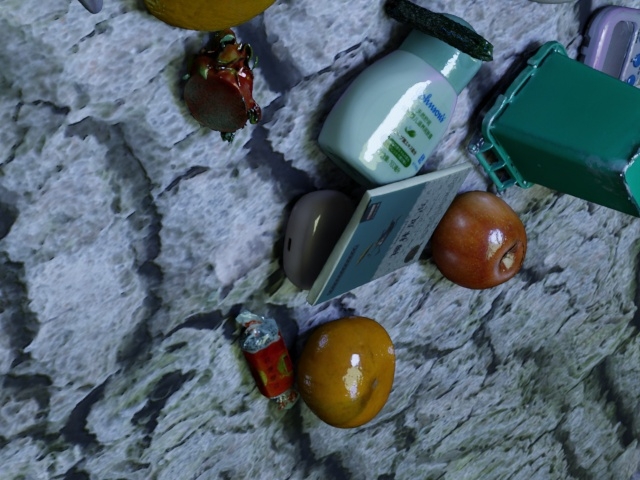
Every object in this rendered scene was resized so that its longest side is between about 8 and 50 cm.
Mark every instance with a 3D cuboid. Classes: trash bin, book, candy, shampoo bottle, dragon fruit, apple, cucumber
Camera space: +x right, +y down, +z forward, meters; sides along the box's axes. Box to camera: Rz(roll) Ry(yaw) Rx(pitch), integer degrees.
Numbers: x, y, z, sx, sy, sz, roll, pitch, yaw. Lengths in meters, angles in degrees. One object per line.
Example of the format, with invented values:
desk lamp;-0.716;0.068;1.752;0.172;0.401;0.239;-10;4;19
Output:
trash bin;0.527;-0.200;1.761;0.295;0.381;0.259;-50;132;-5
book;0.139;-0.019;1.671;0.379;0.031;0.264;-20;144;-51
candy;-0.102;0.236;1.723;0.086;0.059;0.292;-30;128;-18
shampoo bottle;0.162;-0.262;1.602;0.222;0.151;0.349;40;85;-36
dragon fruit;-0.148;-0.253;1.386;0.138;0.142;0.175;18;79;-8
apple;0.349;0.007;1.875;0.235;0.173;0.210;23;98;-44
cucumber;0.206;-0.369;1.505;0.043;0.256;0.044;-47;142;-5

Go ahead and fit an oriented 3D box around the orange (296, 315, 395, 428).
orange;0.050;0.267;1.778;0.240;0.171;0.240;-29;126;-49

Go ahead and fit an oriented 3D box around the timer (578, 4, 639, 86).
timer;0.660;-0.422;1.961;0.191;0.069;0.208;-5;117;-36

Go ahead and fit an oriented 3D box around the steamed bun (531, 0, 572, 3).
steamed bun;0.473;-0.615;1.598;0.374;0.241;0.374;-22;127;-33

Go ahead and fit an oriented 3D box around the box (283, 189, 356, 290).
box;0.000;0.000;1.656;0.146;0.088;0.200;-9;119;-37

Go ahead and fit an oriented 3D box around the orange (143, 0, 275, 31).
orange;-0.132;-0.466;1.264;0.262;0.196;0.334;8;101;-54

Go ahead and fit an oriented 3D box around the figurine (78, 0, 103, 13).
figurine;-0.306;-0.427;1.013;0.266;0.361;0.378;-22;135;-1
